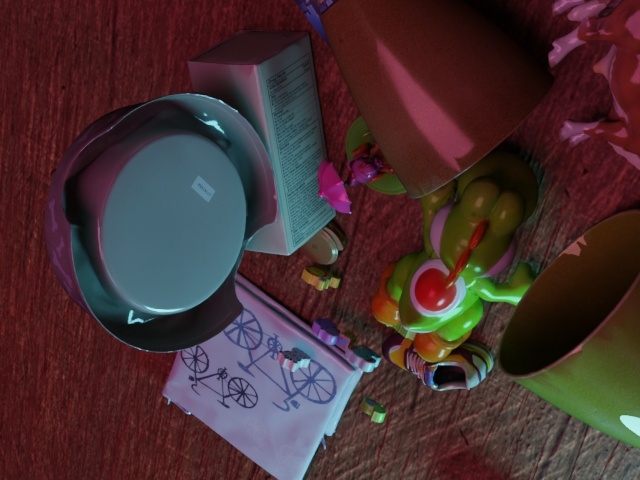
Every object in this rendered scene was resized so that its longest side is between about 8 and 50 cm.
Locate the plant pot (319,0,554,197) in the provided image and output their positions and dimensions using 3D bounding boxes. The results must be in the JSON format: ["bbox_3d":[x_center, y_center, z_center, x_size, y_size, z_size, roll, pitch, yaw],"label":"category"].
[{"bbox_3d":[0.126,-0.226,1.692,0.254,0.237,0.237,50,133,-9],"label":"plant pot"}]

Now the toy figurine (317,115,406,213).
[{"bbox_3d":[0.069,-0.101,1.877,0.173,0.159,0.130,-24,101,40],"label":"toy figurine"}]

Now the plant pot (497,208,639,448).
[{"bbox_3d":[0.430,0.156,1.732,0.293,0.275,0.275,40,133,-12],"label":"plant pot"}]

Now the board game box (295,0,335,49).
[{"bbox_3d":[0.060,-0.323,1.815,0.194,0.060,0.194,-12,117,31],"label":"board game box"}]

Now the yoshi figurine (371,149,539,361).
[{"bbox_3d":[0.208,0.005,1.870,0.362,0.203,0.203,118,146,-54],"label":"yoshi figurine"}]

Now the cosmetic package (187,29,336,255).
[{"bbox_3d":[-0.082,-0.145,1.965,0.129,0.153,0.296,8,118,31],"label":"cosmetic package"}]

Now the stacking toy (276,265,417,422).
[{"bbox_3d":[0.038,0.160,2.070,0.221,0.052,0.167,32,115,31],"label":"stacking toy"}]

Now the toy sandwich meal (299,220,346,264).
[{"bbox_3d":[0.000,0.000,2.074,0.085,0.029,0.086,24,138,23],"label":"toy sandwich meal"}]

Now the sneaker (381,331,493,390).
[{"bbox_3d":[0.163,0.183,2.024,0.185,0.084,0.070,3,117,33],"label":"sneaker"}]

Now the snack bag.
[{"bbox_3d":[-0.106,0.240,2.280,0.323,0.037,0.343,34,130,15],"label":"snack bag"}]

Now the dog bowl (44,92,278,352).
[{"bbox_3d":[-0.218,-0.029,1.813,0.102,0.348,0.349,12,122,45],"label":"dog bowl"}]

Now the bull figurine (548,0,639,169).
[{"bbox_3d":[0.387,-0.178,1.642,0.188,0.101,0.310,-2,112,22],"label":"bull figurine"}]
